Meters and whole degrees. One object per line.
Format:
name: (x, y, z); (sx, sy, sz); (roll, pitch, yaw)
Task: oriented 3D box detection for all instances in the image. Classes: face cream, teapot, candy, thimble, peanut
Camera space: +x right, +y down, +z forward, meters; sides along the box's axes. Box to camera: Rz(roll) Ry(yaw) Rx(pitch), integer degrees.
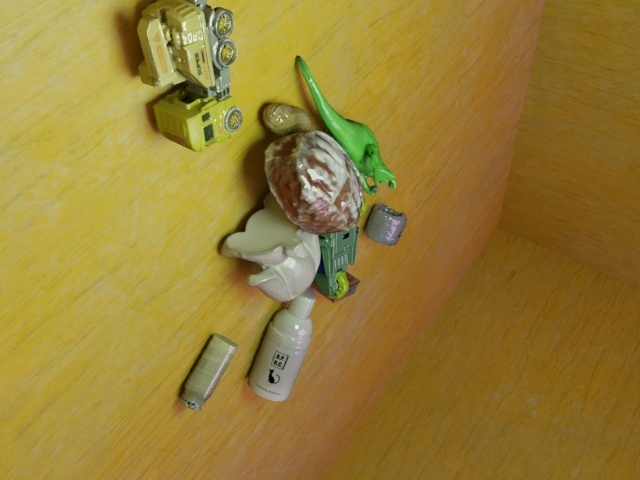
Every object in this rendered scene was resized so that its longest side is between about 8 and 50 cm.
face cream: (-0.102, 0.302, 1.812); (0.145, 0.145, 0.369); (-5, 118, -61)
teapot: (-0.301, 0.356, 1.582); (0.200, 0.077, 0.107); (-60, 174, -4)
candy: (-0.002, -0.132, 1.362); (0.289, 0.157, 0.214); (36, 57, -46)
thimble: (0.236, -0.058, 2.107); (0.151, 0.127, 0.117); (-15, 130, -64)
peanut: (-0.076, -0.279, 1.374); (0.174, 0.080, 0.080); (-8, 122, -61)

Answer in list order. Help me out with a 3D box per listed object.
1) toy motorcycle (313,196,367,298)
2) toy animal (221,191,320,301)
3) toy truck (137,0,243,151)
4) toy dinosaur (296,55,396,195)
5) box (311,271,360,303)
toy motorcycle: (0.000, 0.000, 1.674); (0.191, 0.200, 0.326); (-24, 124, -52)
toy animal: (-0.100, 0.047, 1.501); (0.271, 0.206, 0.265); (-50, 148, -28)
toy truck: (-0.234, -0.285, 1.017); (0.157, 0.124, 0.272); (-43, 148, -36)
toy dinosaur: (0.081, -0.321, 1.595); (0.374, 0.144, 0.500); (-86, 152, -58)
box: (0.051, 0.146, 1.980); (0.156, 0.111, 0.060); (-14, 135, -56)
